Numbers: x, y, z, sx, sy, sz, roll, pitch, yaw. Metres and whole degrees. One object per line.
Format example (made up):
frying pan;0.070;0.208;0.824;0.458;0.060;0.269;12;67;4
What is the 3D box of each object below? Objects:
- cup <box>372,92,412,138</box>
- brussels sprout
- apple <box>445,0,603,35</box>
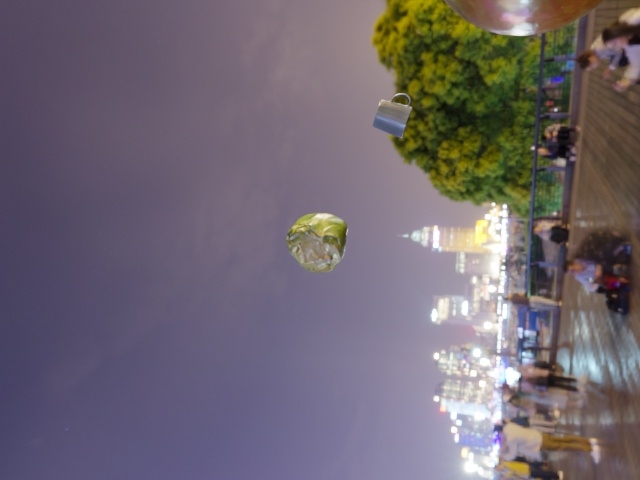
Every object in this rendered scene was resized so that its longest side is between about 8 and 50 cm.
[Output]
cup;0.175;-0.304;1.326;0.078;0.077;0.100;-37;-33;-81
brussels sprout;0.000;-0.004;1.399;0.122;0.151;0.149;-52;-14;-41
apple;0.234;-0.365;0.620;0.226;0.246;0.246;18;-105;-47
